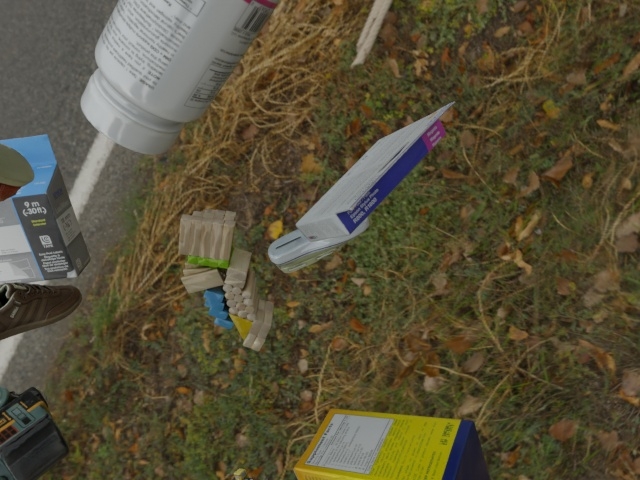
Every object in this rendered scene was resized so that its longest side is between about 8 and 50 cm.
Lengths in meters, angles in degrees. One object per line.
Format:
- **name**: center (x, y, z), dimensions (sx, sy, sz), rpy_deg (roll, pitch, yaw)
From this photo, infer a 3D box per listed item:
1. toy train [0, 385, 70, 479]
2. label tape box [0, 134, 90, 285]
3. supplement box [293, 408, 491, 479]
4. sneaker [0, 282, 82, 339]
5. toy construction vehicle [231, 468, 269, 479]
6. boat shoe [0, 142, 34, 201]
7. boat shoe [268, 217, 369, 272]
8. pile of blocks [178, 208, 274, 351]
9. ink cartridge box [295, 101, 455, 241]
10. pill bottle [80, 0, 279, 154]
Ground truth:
- **toy train**: center (-0.579, 0.370, 0.804), dimensions (0.190, 0.334, 0.142), rpy_deg (15, 125, 34)
- **label tape box**: center (-0.731, -0.064, 1.204), dimensions (0.241, 0.106, 0.333), rpy_deg (-7, 115, 1)
- **supplement box**: center (0.158, 0.514, 1.093), dimensions (0.357, 0.194, 0.195), rpy_deg (-7, 112, 33)
- **sneaker**: center (-0.444, 0.093, 0.760), dimensions (0.066, 0.188, 0.071), rpy_deg (16, 112, 22)
- **toy construction vehicle**: center (-0.111, 0.345, 0.680), dimensions (0.086, 0.098, 0.035), rpy_deg (-8, 100, 35)
- **boat shoe**: center (-0.256, -0.054, 0.331), dimensions (0.043, 0.137, 0.049), rpy_deg (-27, 77, 9)
- **boat shoe**: center (0.000, 0.000, 1.440), dimensions (0.303, 0.094, 0.109), rpy_deg (-21, 47, 9)
- **pile of blocks**: center (-0.207, 0.079, 1.112), dimensions (0.149, 0.362, 0.112), rpy_deg (-12, 29, 7)
- **ink cartridge box**: center (0.120, -0.134, 1.098), dimensions (0.324, 0.071, 0.330), rpy_deg (-46, 13, -16)
- **pill bottle**: center (-0.191, -0.261, 0.664), dimensions (0.283, 0.160, 0.160), rpy_deg (-47, 56, 25)
